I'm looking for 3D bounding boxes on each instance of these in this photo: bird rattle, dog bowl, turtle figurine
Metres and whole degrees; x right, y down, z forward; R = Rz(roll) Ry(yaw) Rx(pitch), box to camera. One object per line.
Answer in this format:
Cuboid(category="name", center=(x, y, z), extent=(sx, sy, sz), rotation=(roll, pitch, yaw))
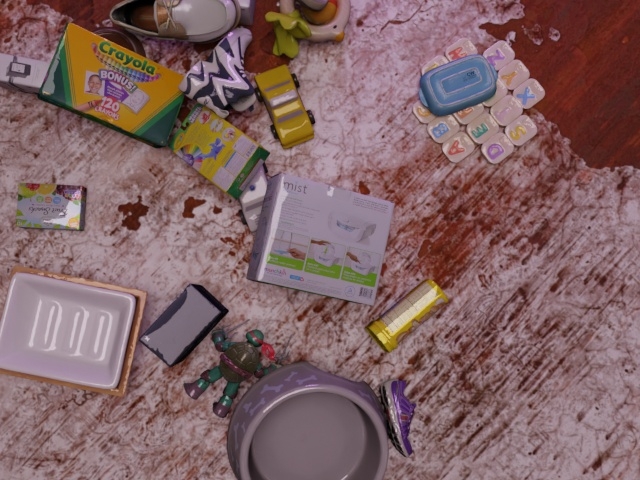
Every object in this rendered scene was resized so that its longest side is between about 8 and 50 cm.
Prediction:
Cuboid(category="bird rattle", center=(-0.035, -0.541, 1.650), extent=(0.207, 0.143, 0.253), rotation=(7, 71, -12))
Cuboid(category="dog bowl", center=(-0.017, 0.431, 1.504), extent=(0.349, 0.102, 0.348), rotation=(-1, 99, -9))
Cuboid(category="turtle figurine", center=(-0.179, 0.259, 1.558), extent=(0.175, 0.118, 0.234), rotation=(40, 93, 8))

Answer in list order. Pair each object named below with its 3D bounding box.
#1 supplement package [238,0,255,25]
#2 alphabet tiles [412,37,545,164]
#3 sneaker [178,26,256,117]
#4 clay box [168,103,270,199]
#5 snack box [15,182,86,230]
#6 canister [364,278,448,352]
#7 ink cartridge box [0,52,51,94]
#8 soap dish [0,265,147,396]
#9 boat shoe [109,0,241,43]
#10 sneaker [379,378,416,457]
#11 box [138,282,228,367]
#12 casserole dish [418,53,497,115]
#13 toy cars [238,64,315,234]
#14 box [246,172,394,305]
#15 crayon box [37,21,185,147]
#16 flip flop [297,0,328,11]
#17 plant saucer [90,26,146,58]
Cuboid(category="supplement package", center=(-0.198, -0.594, 1.636), extent=(0.105, 0.105, 0.179), rotation=(6, 84, -1))
Cuboid(category="alphabet tiles", center=(0.364, -0.321, 1.664), extent=(0.278, 0.021, 0.284), rotation=(-36, 87, -4))
Cuboid(category="sneaker", center=(-0.188, -0.361, 1.606), extent=(0.153, 0.094, 0.235), rotation=(43, 50, -10))
Cuboid(category="clay box", center=(-0.227, -0.200, 1.585), extent=(0.222, 0.053, 0.127), rotation=(38, 94, 32))
Cuboid(category="snack box", center=(-0.600, -0.075, 1.615), extent=(0.141, 0.037, 0.100), rotation=(2, 86, -1))
Cuboid(category="canister", center=(0.186, 0.161, 1.564), extent=(0.170, 0.126, 0.073), rotation=(-39, 86, -6))
Cuboid(category="ink cartridge box", center=(-0.650, -0.364, 1.605), extent=(0.151, 0.109, 0.063), rotation=(11, 88, 0))
Cuboid(category="soap dish", center=(-0.531, 0.193, 1.552), extent=(0.291, 0.118, 0.228), rotation=(11, 85, 0))
Cuboid(category="boat shoe", center=(-0.318, -0.481, 1.563), extent=(0.302, 0.103, 0.113), rotation=(3, 104, 28))
Cuboid(category="sneaker", center=(0.180, 0.386, 1.575), extent=(0.071, 0.068, 0.169), rotation=(-10, 87, -13))
Cuboid(category="box", center=(-0.286, 0.178, 1.537), extent=(0.093, 0.158, 0.156), rotation=(42, 86, 3))
Cuboid(category="casserole dish", center=(0.315, -0.356, 1.637), extent=(0.188, 0.037, 0.114), rotation=(-21, 86, -4))
Cuboid(category="toy cars", center=(-0.116, -0.210, 1.611), extent=(0.177, 0.087, 0.393), rotation=(19, 85, 1))
Cuboid(category="box", center=(0.000, 0.000, 1.542), extent=(0.262, 0.127, 0.231), rotation=(13, 85, -16))
Cuboid(category="crayon box", center=(-0.444, -0.329, 1.568), extent=(0.278, 0.081, 0.165), rotation=(22, 84, -24))
Cuboid(category="flip flop", center=(-0.013, -0.633, 1.576), extent=(0.112, 0.080, 0.277), rotation=(9, 70, -27))
Cuboid(category="plant saucer", center=(-0.484, -0.412, 1.653), extent=(0.169, 0.029, 0.168), rotation=(0, 85, -2))
